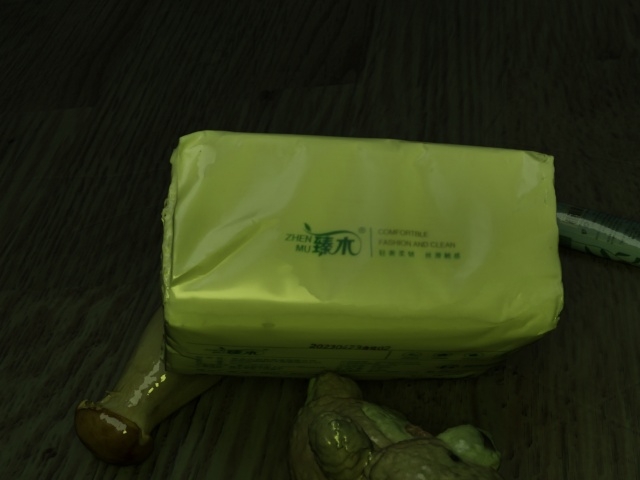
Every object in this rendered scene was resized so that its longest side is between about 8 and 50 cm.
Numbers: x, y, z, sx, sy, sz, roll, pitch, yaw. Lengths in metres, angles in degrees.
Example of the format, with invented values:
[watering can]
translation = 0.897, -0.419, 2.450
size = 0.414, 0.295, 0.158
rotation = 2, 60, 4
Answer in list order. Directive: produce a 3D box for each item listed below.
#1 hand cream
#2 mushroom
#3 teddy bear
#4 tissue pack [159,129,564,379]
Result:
[hand cream]
translation = 0.386, 0.000, 1.270
size = 0.256, 0.055, 0.088
rotation = 15, 38, 29
[mushroom]
translation = -0.153, 0.121, 1.219
size = 0.128, 0.128, 0.350
rotation = 21, 58, 36
[teddy bear]
translation = 0.075, 0.228, 0.958
size = 0.267, 0.236, 0.151
rotation = 7, 67, 56
[tissue pack]
translation = 0.025, 0.029, 1.055
size = 0.381, 0.297, 0.207
rotation = 3, 72, -9
